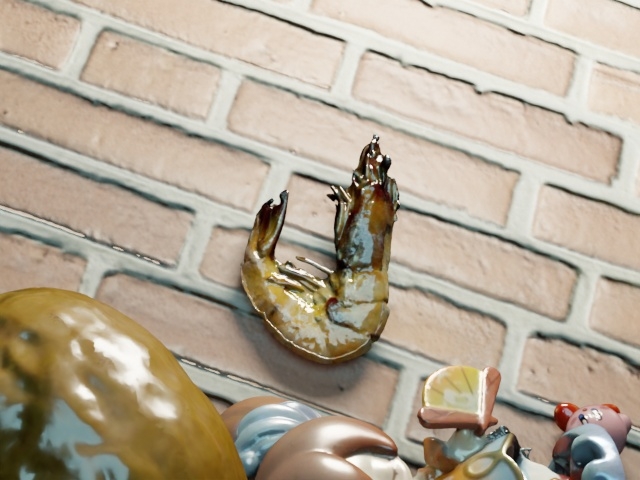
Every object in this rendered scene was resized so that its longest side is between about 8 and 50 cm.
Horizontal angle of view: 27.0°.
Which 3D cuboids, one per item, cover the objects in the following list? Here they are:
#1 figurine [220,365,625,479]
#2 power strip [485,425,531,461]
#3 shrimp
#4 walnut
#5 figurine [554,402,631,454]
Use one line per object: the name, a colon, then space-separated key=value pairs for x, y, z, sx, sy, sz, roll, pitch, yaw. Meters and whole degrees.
figurine: x=0.083 y=0.272 z=1.345 sx=0.388 sy=0.248 sz=0.277 roll=2 pitch=61 yaw=-11
power strip: x=0.220 y=0.262 z=1.480 sx=0.038 sy=0.029 sz=0.111 roll=-29 pitch=70 yaw=-14
shrimp: x=-0.001 y=0.003 z=1.561 sx=0.178 sy=0.075 sz=0.289 roll=7 pitch=76 yaw=-2
walnut: x=-0.252 y=0.240 z=1.260 sx=0.398 sy=0.354 sz=0.308 roll=52 pitch=27 yaw=20
figurine: x=0.311 y=0.217 z=1.495 sx=0.083 sy=0.071 sz=0.067 roll=-13 pitch=108 yaw=-6
